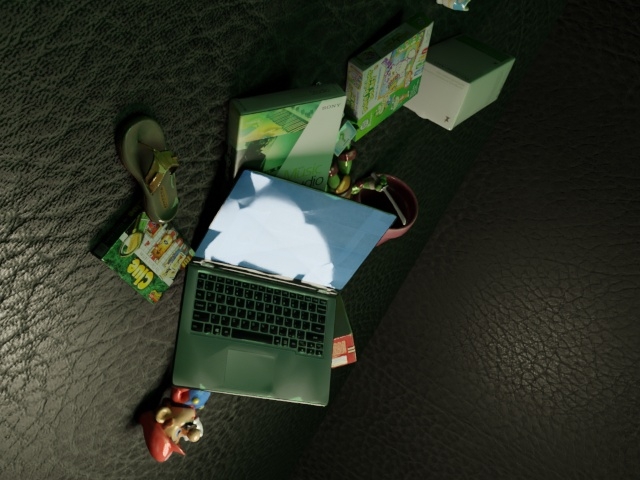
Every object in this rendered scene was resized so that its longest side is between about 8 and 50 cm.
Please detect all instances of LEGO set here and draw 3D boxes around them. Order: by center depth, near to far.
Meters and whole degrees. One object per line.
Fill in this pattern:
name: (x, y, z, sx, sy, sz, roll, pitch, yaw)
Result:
LEGO set: (-0.024, -0.198, 1.535, 0.244, 0.060, 0.182, -51, 138, -6)

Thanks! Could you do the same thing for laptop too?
laptop: (-0.068, 0.118, 1.447, 0.236, 0.382, 0.407, -21, -120, 54)

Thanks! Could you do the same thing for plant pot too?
plant pot: (0.176, -0.077, 2.148, 0.201, 0.201, 0.180, -44, 174, -33)

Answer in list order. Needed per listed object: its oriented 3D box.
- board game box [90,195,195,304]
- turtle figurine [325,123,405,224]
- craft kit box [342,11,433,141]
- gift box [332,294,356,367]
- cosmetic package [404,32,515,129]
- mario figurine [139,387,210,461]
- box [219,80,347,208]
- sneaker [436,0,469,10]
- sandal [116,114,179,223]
board game box: (-0.319, 0.024, 1.288, 0.136, 0.030, 0.259, -51, 161, -12)
turtle figurine: (0.085, -0.134, 1.722, 0.198, 0.274, 0.266, -20, 128, -7)
craft kit box: (0.161, -0.398, 1.707, 0.247, 0.061, 0.250, -37, 157, -21)
gift box: (-0.058, 0.199, 1.789, 0.255, 0.258, 0.276, -12, 153, -6)
cosmetic package: (0.394, -0.468, 2.017, 0.365, 0.197, 0.155, -36, 153, -50)
mario figurine: (-0.303, 0.402, 1.715, 0.198, 0.170, 0.320, 46, 66, -36)
box: (-0.083, -0.158, 1.406, 0.232, 0.058, 0.322, -17, 141, -27)
sneaker: (0.396, -0.696, 1.803, 0.228, 0.092, 0.087, -57, 160, -2)
sandal: (-0.263, -0.108, 1.125, 0.090, 0.060, 0.219, -47, 147, -37)
